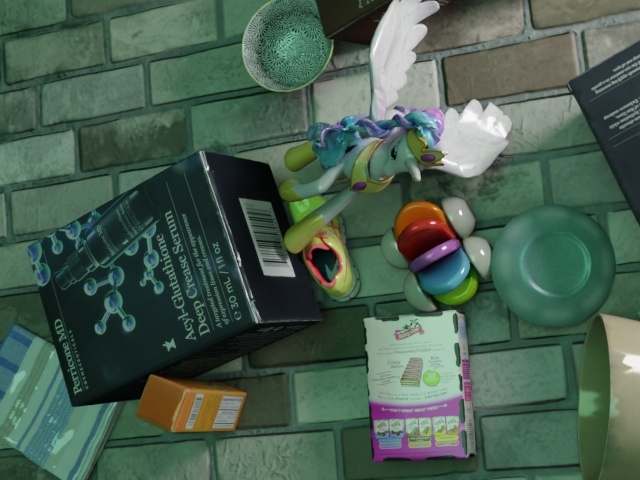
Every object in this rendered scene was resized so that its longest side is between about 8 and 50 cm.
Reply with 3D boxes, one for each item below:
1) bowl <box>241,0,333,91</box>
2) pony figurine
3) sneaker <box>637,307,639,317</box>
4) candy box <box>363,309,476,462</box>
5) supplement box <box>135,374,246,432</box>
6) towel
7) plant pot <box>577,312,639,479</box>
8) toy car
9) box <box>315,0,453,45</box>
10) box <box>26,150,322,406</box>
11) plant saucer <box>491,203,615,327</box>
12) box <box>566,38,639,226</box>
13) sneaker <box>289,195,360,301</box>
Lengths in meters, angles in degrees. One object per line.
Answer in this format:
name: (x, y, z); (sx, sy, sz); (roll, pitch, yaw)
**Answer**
bowl: (-0.044, -0.330, 1.971); (0.170, 0.080, 0.170); (-3, 81, 20)
pony figurine: (0.106, -0.160, 1.772); (0.303, 0.351, 0.363); (47, 138, -18)
sneaker: (0.561, 0.137, 1.709); (0.166, 0.065, 0.076); (3, 100, 24)
candy box: (0.159, 0.235, 1.828); (0.159, 0.071, 0.233); (-6, 82, 20)
supplement box: (-0.208, 0.270, 1.872); (0.078, 0.233, 0.080); (18, 86, 22)
towel: (-0.503, 0.303, 2.083); (0.285, 0.034, 0.209); (28, 92, 21)
plant pot: (0.524, 0.241, 1.620); (0.274, 0.256, 0.256); (4, 84, 4)
toy car: (0.181, 0.018, 1.813); (0.159, 0.136, 0.182); (-31, 74, 14)
box: (0.159, -0.475, 1.815); (0.381, 0.143, 0.191); (-22, 76, 39)
box: (-0.247, 0.070, 1.893); (0.395, 0.212, 0.293); (-26, 75, 26)
plant saucer: (0.364, 0.038, 1.767); (0.195, 0.037, 0.195); (0, 84, 1)
box: (0.591, -0.167, 1.636); (0.343, 0.179, 0.312); (-29, 73, 27)
sneaker: (0.000, 0.000, 1.905); (0.081, 0.094, 0.208); (-32, 72, 15)
